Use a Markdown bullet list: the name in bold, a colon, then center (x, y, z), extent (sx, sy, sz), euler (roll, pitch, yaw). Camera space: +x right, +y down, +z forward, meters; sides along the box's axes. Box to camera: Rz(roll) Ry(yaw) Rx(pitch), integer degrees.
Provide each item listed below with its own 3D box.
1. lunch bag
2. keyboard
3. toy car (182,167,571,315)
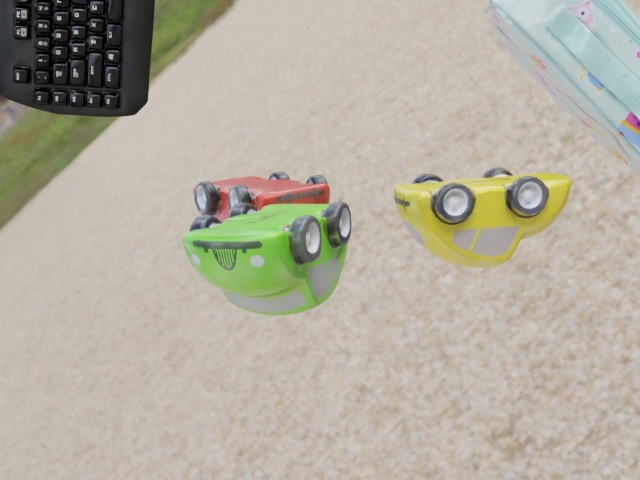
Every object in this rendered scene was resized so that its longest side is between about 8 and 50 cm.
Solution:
- **lunch bag**: center (0.298, -0.181, 1.118), extent (0.108, 0.279, 0.224), euler (-46, 1, 9)
- **keyboard**: center (-0.119, -0.147, 0.457), extent (0.038, 0.100, 0.192), euler (-106, 20, -71)
- **toy car**: center (0.000, 0.000, 0.571), extent (0.239, 0.053, 0.225), euler (0, 10, 24)
